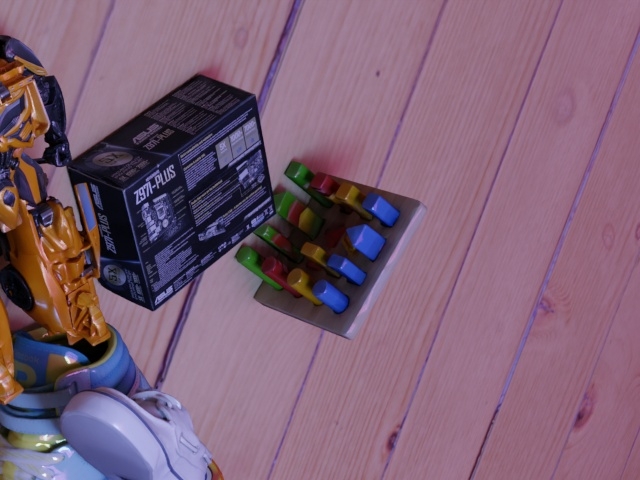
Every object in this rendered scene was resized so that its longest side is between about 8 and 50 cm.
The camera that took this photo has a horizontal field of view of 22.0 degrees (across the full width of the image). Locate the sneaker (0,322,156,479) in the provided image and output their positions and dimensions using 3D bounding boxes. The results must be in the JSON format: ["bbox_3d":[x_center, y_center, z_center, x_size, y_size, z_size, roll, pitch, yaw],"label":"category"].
[{"bbox_3d":[-0.274,0.201,1.497,0.319,0.127,0.208,-55,147,-32],"label":"sneaker"}]

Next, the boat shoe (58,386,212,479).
[{"bbox_3d":[-0.159,0.173,1.476,0.258,0.095,0.084,73,37,-63],"label":"boat shoe"}]

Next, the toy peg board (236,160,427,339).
[{"bbox_3d":[0.000,0.000,1.722,0.079,0.161,0.161,37,78,-39],"label":"toy peg board"}]

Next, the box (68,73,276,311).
[{"bbox_3d":[-0.137,-0.047,1.570,0.180,0.078,0.147,-40,138,-33],"label":"box"}]

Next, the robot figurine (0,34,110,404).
[{"bbox_3d":[-0.269,-0.022,1.354,0.211,0.085,0.291,-35,128,-36],"label":"robot figurine"}]

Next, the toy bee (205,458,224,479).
[{"bbox_3d":[-0.161,0.280,1.697,0.298,0.162,0.195,-2,143,-39],"label":"toy bee"}]

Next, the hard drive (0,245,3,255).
[{"bbox_3d":[-0.298,-0.039,1.410,0.094,0.022,0.135,-46,140,-27],"label":"hard drive"}]
